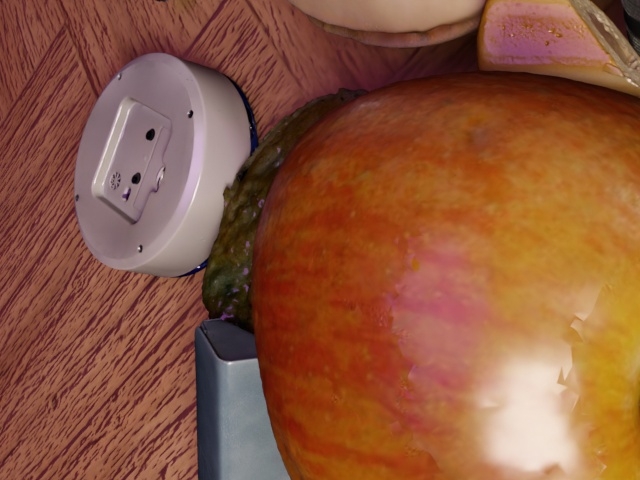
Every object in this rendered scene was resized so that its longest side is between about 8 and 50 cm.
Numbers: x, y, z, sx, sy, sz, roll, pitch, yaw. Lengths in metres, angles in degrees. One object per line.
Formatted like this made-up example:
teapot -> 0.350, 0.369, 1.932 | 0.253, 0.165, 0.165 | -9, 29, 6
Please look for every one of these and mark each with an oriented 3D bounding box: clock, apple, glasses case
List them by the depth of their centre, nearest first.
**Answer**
apple -> 0.120, 0.049, 0.428 | 0.301, 0.301, 0.301 | -9, 76, 41
glasses case -> -0.075, 0.207, 0.676 | 0.105, 0.056, 0.266 | 16, 111, 42
clock -> -0.170, -0.077, 0.854 | 0.230, 0.083, 0.230 | -7, 80, 40

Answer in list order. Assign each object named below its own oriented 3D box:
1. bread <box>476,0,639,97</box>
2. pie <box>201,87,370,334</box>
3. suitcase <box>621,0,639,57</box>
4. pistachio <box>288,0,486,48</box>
bread -> 0.144, -0.116, 0.469 | 0.103, 0.049, 0.062 | 10, 103, 29
pie -> 0.000, 0.000, 0.686 | 0.277, 0.078, 0.277 | -9, 77, 39
suitcase -> 0.250, -0.242, 0.416 | 0.128, 0.202, 0.312 | 16, 94, 23
pistachio -> 0.069, -0.239, 0.590 | 0.318, 0.193, 0.214 | 6, 77, 51
